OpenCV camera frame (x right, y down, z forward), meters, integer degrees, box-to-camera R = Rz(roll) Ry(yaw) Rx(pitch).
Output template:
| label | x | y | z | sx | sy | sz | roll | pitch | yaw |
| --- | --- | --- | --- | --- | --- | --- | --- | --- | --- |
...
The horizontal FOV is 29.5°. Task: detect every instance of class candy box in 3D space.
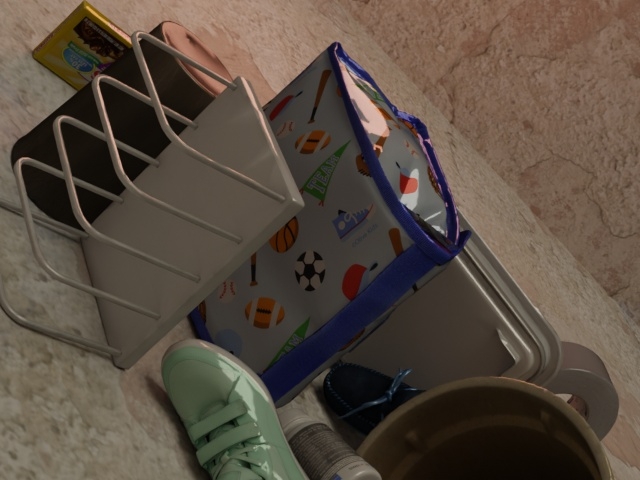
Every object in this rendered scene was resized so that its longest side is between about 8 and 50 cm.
| label | x | y | z | sx | sy | sz | roll | pitch | yaw |
| --- | --- | --- | --- | --- | --- | --- | --- | --- | --- |
| candy box | -0.276 | -0.226 | 1.650 | 0.206 | 0.105 | 0.027 | 37 | 28 | -34 |

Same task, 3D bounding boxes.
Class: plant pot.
| label | x | y | z | sx | sy | sz | roll | pitch | yaw |
| --- | --- | --- | --- | --- | --- | --- | --- | --- | --- |
| plant pot | 0.224 | 0.372 | 1.405 | 0.305 | 0.334 | 0.334 | 47 | 16 | -45 |

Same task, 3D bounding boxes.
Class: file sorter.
| label | x | y | z | sx | sy | sz | roll | pitch | yaw |
| --- | --- | --- | --- | --- | --- | --- | --- | --- | --- |
| file sorter | -0.195 | -0.042 | 1.241 | 0.173 | 0.277 | 0.193 | 25 | 31 | -43 |

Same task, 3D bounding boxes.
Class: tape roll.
| label | x | y | z | sx | sy | sz | roll | pitch | yaw |
| --- | --- | --- | --- | --- | --- | --- | --- | --- | --- |
| tape roll | 0.382 | 0.272 | 2.027 | 0.219 | 0.219 | 0.072 | 39 | 22 | -30 |

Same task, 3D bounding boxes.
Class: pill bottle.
| label | x | y | z | sx | sy | sz | roll | pitch | yaw |
| --- | --- | --- | --- | --- | --- | --- | --- | --- | --- |
| pill bottle | -0.001 | 0.253 | 1.370 | 0.137 | 0.078 | 0.078 | 37 | 7 | 41 |

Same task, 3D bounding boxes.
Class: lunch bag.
| label | x | y | z | sx | sy | sz | roll | pitch | yaw |
| --- | --- | --- | --- | --- | --- | --- | --- | --- | --- |
| lunch bag | 0.000 | 0.000 | 1.520 | 0.239 | 0.328 | 0.385 | 36 | 22 | -30 |

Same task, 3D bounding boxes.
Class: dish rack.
| label | x | y | z | sx | sy | sz | roll | pitch | yaw |
| --- | --- | --- | --- | --- | --- | --- | --- | --- | --- |
| dish rack | 0.132 | 0.118 | 1.660 | 0.333 | 0.285 | 0.072 | 53 | 25 | 10 |

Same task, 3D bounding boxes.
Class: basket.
| label | x | y | z | sx | sy | sz | roll | pitch | yaw |
| --- | --- | --- | --- | --- | --- | --- | --- | --- | --- |
| basket | -0.219 | -0.136 | 1.423 | 0.154 | 0.227 | 0.204 | 51 | 20 | 3 |

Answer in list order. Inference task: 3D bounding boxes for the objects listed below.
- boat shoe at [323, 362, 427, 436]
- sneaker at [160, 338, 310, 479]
| label | x | y | z | sx | sy | sz | roll | pitch | yaw |
| --- | --- | --- | --- | --- | --- | --- | --- | --- | --- |
| boat shoe | 0.120 | 0.220 | 1.575 | 0.258 | 0.109 | 0.089 | 22 | -28 | 20 |
| sneaker | -0.092 | 0.216 | 1.248 | 0.256 | 0.094 | 0.151 | 55 | 13 | 4 |
